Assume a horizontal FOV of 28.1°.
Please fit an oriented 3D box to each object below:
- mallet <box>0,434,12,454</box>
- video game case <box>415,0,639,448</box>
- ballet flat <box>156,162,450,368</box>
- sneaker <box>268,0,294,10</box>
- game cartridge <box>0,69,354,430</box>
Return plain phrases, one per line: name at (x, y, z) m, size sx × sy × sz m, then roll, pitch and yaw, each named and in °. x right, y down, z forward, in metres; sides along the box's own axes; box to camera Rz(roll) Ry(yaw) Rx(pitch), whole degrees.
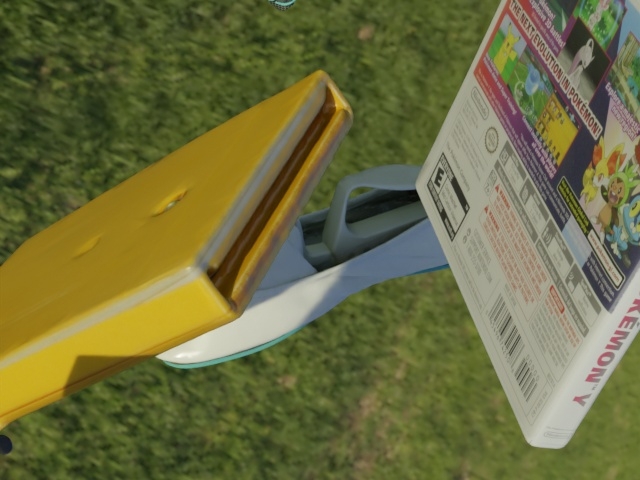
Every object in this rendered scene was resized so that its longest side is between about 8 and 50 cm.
mallet at (-0.331, 0.169, 1.044) m, size 0.062 × 0.189 × 0.039 m, roll 42°, pitch 47°, yaw -34°
video game case at (0.111, -0.039, 0.592) m, size 0.023 × 0.201 × 0.183 m, roll 10°, pitch 125°, yaw -21°
ballet flat at (0.000, 0.000, 1.297) m, size 0.400 × 0.139 × 0.139 m, roll -20°, pitch 135°, yaw -19°
sneaker at (-0.048, -0.246, 1.180) m, size 0.166 × 0.065 × 0.076 m, roll -13°, pitch 118°, yaw -17°
game cartridge at (-0.146, 0.023, 0.884) m, size 0.053 × 0.323 × 0.285 m, roll 53°, pitch 31°, yaw -16°
